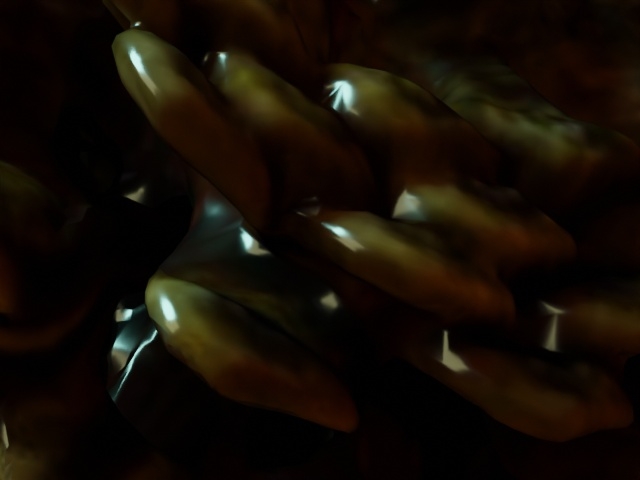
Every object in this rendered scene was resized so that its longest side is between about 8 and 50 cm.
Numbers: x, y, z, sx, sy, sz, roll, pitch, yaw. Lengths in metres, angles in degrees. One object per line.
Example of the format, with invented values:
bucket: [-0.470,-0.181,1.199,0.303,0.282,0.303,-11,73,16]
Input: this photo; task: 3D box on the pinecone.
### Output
pinecone: [0.000,0.000,0.578,0.397,0.397,0.398,-42,21,20]
